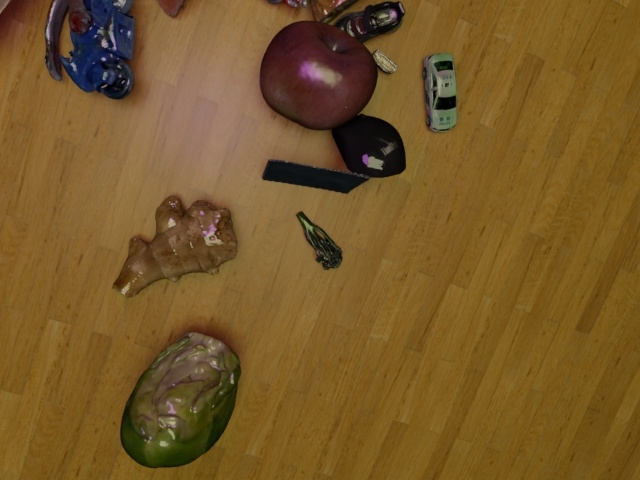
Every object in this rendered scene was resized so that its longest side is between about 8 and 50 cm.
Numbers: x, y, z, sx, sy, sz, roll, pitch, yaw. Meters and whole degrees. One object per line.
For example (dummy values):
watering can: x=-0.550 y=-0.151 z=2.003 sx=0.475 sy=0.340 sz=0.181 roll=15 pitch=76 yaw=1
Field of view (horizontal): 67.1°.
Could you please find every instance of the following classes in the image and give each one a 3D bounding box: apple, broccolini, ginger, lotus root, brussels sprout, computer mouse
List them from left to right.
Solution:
ginger: x=-0.419 y=0.011 z=1.336 sx=0.375 sy=0.166 sz=0.237 roll=-19 pitch=111 yaw=-11
brussels sprout: x=-0.388 y=0.449 z=1.354 sx=0.275 sy=0.315 sz=0.371 roll=22 pitch=59 yaw=13
broccolini: x=-0.006 y=0.000 z=1.463 sx=0.091 sy=0.068 sz=0.203 roll=-34 pitch=88 yaw=-15
apple: x=-0.005 y=-0.423 z=1.268 sx=0.305 sy=0.306 sz=0.235 roll=17 pitch=134 yaw=-12
computer mouse: x=0.134 y=-0.276 z=1.319 sx=0.170 sy=0.269 sz=0.100 roll=-3 pitch=130 yaw=-16
lotus root: x=0.183 y=-0.515 z=1.403 sx=0.083 sy=0.030 sz=0.037 roll=35 pitch=95 yaw=-12

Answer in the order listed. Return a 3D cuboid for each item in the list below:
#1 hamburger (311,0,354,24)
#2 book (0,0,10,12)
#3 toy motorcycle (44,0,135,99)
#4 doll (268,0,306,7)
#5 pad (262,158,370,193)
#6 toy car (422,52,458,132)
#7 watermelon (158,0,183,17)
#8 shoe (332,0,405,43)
hamburger: x=0.076 y=-0.749 z=1.280 sx=0.329 sy=0.162 sz=0.209 roll=-35 pitch=105 yaw=3
book: x=-0.890 y=-0.682 z=1.123 sx=0.427 sy=0.039 sz=0.300 roll=35 pitch=86 yaw=5
toy motorcycle: x=-0.575 y=-0.520 z=1.235 sx=0.181 sy=0.240 sz=0.320 roll=-2 pitch=96 yaw=-50
doll: x=-0.111 y=-0.676 z=1.292 sx=0.180 sy=0.094 sz=0.079 roll=26 pitch=51 yaw=13
pad: x=-0.022 y=-0.171 z=1.314 sx=0.269 sy=0.269 sz=0.012 roll=9 pitch=86 yaw=-12
toy car: x=0.359 y=-0.435 z=1.423 sx=0.090 sy=0.076 sz=0.225 roll=-9 pitch=101 yaw=-9
watermelon: x=-0.371 y=-0.732 z=1.171 sx=0.282 sy=0.250 sz=0.293 roll=0 pitch=97 yaw=-4
shoe: x=0.135 y=-0.606 z=1.339 sx=0.227 sy=0.112 sz=0.099 roll=-23 pitch=104 yaw=-6
